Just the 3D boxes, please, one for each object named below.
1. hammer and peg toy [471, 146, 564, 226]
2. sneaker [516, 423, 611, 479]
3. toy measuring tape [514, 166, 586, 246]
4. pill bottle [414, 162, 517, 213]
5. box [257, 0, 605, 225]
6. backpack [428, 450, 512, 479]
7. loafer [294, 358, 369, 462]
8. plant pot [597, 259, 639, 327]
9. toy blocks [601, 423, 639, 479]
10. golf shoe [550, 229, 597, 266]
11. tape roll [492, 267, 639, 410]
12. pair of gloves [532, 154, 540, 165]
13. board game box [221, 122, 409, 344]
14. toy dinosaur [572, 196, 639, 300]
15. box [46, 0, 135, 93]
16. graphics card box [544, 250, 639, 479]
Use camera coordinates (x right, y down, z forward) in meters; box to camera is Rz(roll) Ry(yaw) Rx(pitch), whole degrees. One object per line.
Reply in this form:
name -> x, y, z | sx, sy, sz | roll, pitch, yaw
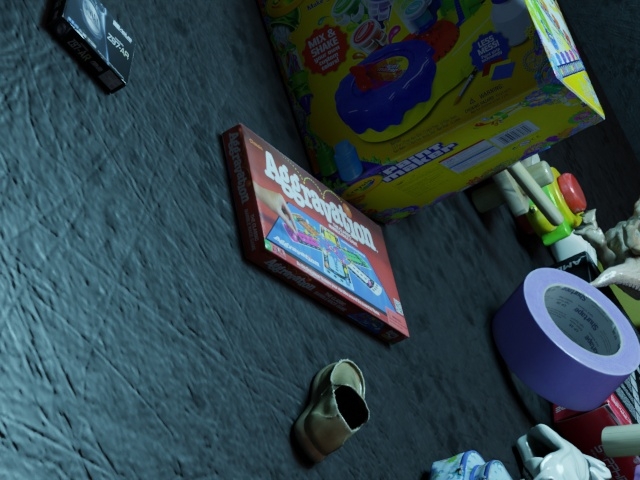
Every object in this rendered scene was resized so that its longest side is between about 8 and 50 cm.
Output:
hammer and peg toy -> 0.247, -0.161, 1.930 | 0.266, 0.127, 0.361 | 58, 22, -20
sneaker -> 0.280, 0.323, 1.516 | 0.118, 0.110, 0.292 | 48, 17, -16
toy measuring tape -> 0.389, -0.076, 2.178 | 0.121, 0.121, 0.330 | 62, 21, -4
pill bottle -> 0.175, -0.128, 1.606 | 0.121, 0.216, 0.121 | 48, 27, -34
box -> 0.120, -0.213, 1.479 | 0.177, 0.290, 0.279 | 20, 47, -59
backpack -> 0.157, 0.268, 1.304 | 0.105, 0.084, 0.114 | 59, 19, -19
loafer -> 0.020, 0.150, 1.171 | 0.056, 0.050, 0.148 | 58, 22, -14
plant pot -> 0.657, 0.070, 2.518 | 0.212, 0.187, 0.212 | 7, 60, -65
toy blocks -> 0.521, 0.399, 1.654 | 0.309, 0.260, 0.288 | 49, 44, -34
golf shoe -> 0.444, 0.060, 2.216 | 0.176, 0.069, 0.086 | 55, 29, -17
tape roll -> 0.331, 0.132, 1.751 | 0.189, 0.080, 0.189 | 23, 36, -18
pair of gloves -> 0.327, -0.200, 2.269 | 0.204, 0.042, 0.240 | 63, 22, -4
board game box -> 0.000, 0.000, 1.326 | 0.281, 0.027, 0.145 | 34, 35, -52
toy dinosaur -> 0.496, 0.039, 2.045 | 0.200, 0.127, 0.295 | 65, 24, -14
box -> -0.192, -0.173, 1.095 | 0.083, 0.018, 0.067 | 49, 27, -33
graphics card box -> 0.431, 0.213, 1.976 | 0.233, 0.094, 0.371 | 52, 26, -27
